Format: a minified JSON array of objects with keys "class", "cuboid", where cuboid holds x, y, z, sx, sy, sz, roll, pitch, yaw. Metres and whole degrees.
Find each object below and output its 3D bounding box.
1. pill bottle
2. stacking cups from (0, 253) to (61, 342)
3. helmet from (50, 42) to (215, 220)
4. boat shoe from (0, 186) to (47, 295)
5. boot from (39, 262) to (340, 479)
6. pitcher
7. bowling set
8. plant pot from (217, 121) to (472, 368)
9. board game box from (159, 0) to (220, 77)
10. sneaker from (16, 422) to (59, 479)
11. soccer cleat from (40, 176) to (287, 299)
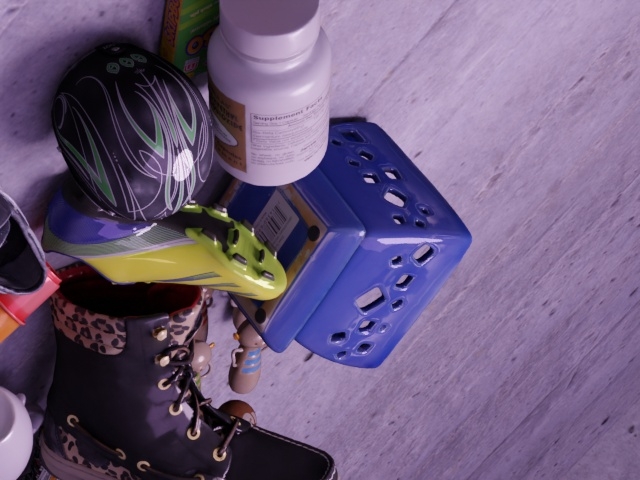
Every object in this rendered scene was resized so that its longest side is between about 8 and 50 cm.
[{"class":"pill bottle","cuboid":[-0.054,-0.174,1.849,0.131,0.131,0.229,-29,150,-21]},{"class":"stacking cups","cuboid":[-0.419,0.134,1.948,0.316,0.096,0.096,-39,152,-4]},{"class":"helmet","cuboid":[-0.188,-0.107,1.817,0.169,0.161,0.169,-30,150,-19]},{"class":"boat shoe","cuboid":[-0.363,-0.024,1.782,0.108,0.102,0.301,-38,152,-5]},{"class":"boot","cuboid":[-0.158,0.183,2.075,0.138,0.377,0.284,-59,156,-53]},{"class":"pitcher","cuboid":[-0.395,0.235,2.114,0.178,0.125,0.207,-49,169,-30]},{"class":"bowling set","cuboid":[-0.126,0.137,2.213,0.287,0.200,0.154,-25,145,-34]},{"class":"plant pot","cuboid":[0.000,0.000,2.135,0.212,0.236,0.236,5,129,-46]},{"class":"board game box","cuboid":[-0.097,-0.280,1.818,0.124,0.039,0.259,-23,144,-30]},{"class":"sneaker","cuboid":[-0.344,0.276,2.272,0.225,0.088,0.093,-46,131,9]},{"class":"soccer cleat","cuboid":[-0.177,0.012,1.980,0.289,0.093,0.121,21,123,-23]}]
